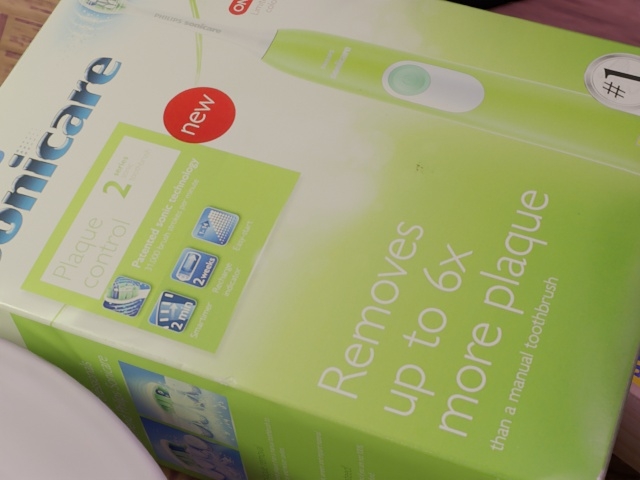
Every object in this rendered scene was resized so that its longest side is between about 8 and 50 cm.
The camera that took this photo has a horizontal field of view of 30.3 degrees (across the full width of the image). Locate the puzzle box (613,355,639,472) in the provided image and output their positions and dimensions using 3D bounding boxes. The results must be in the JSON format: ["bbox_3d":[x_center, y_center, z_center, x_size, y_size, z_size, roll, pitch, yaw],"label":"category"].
[{"bbox_3d":[0.281,-0.016,0.647,0.409,0.052,0.272,-35,55,-30],"label":"puzzle box"}]

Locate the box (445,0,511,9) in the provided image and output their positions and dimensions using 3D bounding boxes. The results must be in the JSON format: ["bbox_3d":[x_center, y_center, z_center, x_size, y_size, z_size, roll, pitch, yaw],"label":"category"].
[{"bbox_3d":[0.124,-0.284,0.615,0.312,0.343,0.179,-20,75,-26],"label":"box"}]

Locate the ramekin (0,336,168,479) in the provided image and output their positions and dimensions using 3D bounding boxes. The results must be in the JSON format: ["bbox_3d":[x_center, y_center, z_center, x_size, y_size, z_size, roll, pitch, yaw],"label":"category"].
[{"bbox_3d":[-0.175,0.171,0.418,0.273,0.127,0.273,8,63,-16],"label":"ramekin"}]

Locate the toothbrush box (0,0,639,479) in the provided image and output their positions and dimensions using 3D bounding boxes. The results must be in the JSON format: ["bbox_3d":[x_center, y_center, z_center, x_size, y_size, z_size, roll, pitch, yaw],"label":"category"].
[{"bbox_3d":[0.000,0.000,0.513,0.283,0.122,0.206,17,59,15],"label":"toothbrush box"}]
